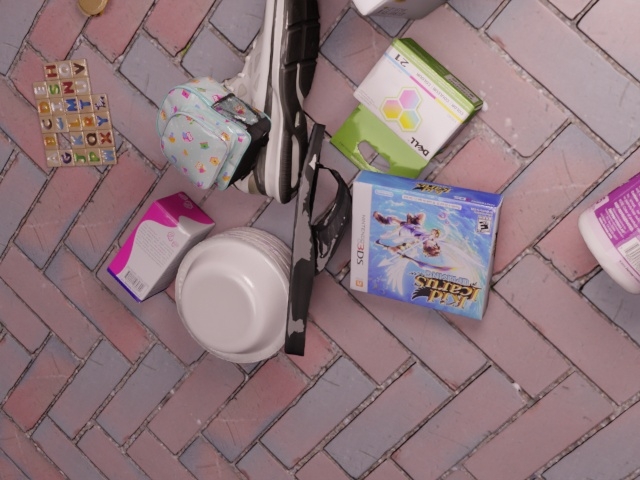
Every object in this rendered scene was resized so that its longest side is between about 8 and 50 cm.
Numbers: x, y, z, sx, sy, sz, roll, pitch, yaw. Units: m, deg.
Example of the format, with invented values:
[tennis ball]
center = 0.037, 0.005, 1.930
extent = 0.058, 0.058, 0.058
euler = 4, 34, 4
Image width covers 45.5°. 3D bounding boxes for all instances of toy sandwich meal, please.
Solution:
[toy sandwich meal]
center = -0.478, -0.513, 1.615
extent = 0.086, 0.029, 0.085
euler = 2, 94, 22

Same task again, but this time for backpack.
[backpack]
center = -0.209, -0.198, 1.380
extent = 0.188, 0.144, 0.165
euler = 44, 134, 10

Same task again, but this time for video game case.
[video game case]
center = 0.191, 0.009, 1.434
extent = 0.270, 0.061, 0.244
euler = 12, 124, 19

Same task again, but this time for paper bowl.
[paper bowl]
center = -0.178, 0.122, 1.605
extent = 0.285, 0.148, 0.284
euler = 6, 107, 22

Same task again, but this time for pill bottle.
[pill bottle]
center = 0.584, -0.058, 1.220
extent = 0.302, 0.169, 0.169
euler = -39, 88, 27

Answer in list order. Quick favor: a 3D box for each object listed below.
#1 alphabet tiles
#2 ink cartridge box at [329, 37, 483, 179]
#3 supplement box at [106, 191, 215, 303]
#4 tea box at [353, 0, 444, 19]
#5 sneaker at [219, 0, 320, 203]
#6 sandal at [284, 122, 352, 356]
[alphabet tiles]
center = -0.559, -0.286, 1.724
extent = 0.198, 0.009, 0.237
euler = 0, 105, 23
[ink cartridge box]
center = 0.141, -0.212, 1.401
extent = 0.189, 0.097, 0.255
euler = 43, 116, 6
[supplement box]
center = -0.348, 0.014, 1.664
extent = 0.111, 0.114, 0.220
euler = 45, 118, 7
[tea box]
center = 0.188, -0.519, 1.163
extent = 0.324, 0.329, 0.219
euler = -30, 92, 26
[sneaker]
center = -0.154, -0.302, 1.459
extent = 0.258, 0.169, 0.447
euler = 13, 112, 17
[sandal]
center = 0.000, 0.001, 1.471
extent = 0.107, 0.167, 0.445
euler = 5, 94, -1
